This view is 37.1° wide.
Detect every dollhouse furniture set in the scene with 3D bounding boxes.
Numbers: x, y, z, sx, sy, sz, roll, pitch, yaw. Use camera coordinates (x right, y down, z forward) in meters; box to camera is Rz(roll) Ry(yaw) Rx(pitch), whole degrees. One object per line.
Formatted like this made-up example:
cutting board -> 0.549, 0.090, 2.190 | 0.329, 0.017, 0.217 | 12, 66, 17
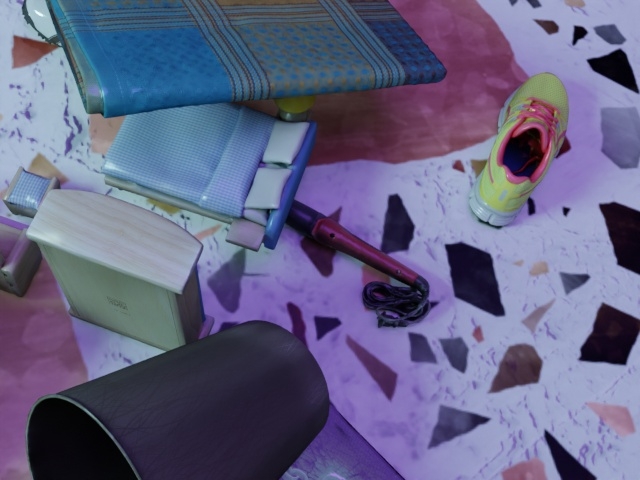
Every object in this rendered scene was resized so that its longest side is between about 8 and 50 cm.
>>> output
dollhouse furniture set -> -0.171, -0.086, 0.909 | 0.286, 0.198, 0.303 | 20, 65, 5

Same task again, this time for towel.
towel -> -0.089, -0.226, 0.978 | 0.370, 0.040, 0.271 | -8, 47, -25

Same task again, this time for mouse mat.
mouse mat -> 0.009, 0.258, 0.913 | 0.189, 0.007, 0.152 | 44, 66, 9

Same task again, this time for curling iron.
curling iron -> 0.000, 0.000, 1.009 | 0.274, 0.035, 0.068 | 37, 65, 7

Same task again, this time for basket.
basket -> -0.107, 0.173, 0.818 | 0.227, 0.154, 0.204 | -30, 111, -47

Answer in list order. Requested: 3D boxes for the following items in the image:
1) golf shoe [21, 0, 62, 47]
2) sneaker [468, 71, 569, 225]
golf shoe -> -0.234, -0.243, 1.044 | 0.198, 0.094, 0.077 | 21, 65, 1
sneaker -> 0.238, -0.116, 1.072 | 0.081, 0.094, 0.208 | 24, 63, 2
